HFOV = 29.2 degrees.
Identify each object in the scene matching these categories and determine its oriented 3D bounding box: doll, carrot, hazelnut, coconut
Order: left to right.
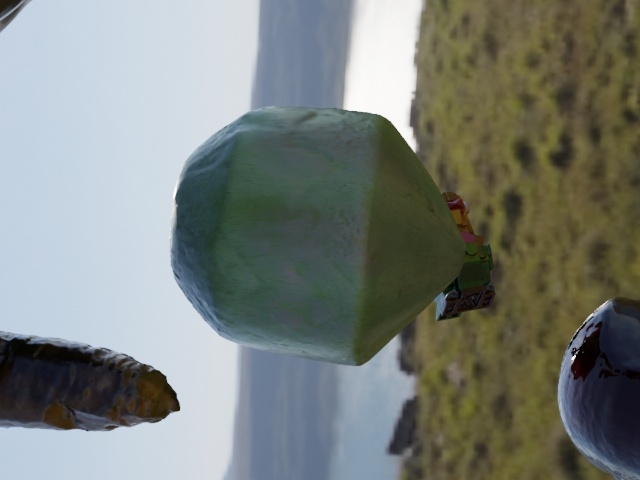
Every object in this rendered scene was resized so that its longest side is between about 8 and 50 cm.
[{"bbox_3d":[-0.220,0.070,0.658,0.066,0.314,0.066,5,-90,-76],"label":"carrot"},{"bbox_3d":[0.000,0.000,1.370,0.281,0.329,0.328,-76,-6,-47],"label":"coconut"},{"bbox_3d":[0.193,0.023,1.797,0.134,0.106,0.186,159,101,-78],"label":"doll"},{"bbox_3d":[0.359,0.159,1.219,0.218,0.234,0.218,-27,-52,-41],"label":"hazelnut"}]

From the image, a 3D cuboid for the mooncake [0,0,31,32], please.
[{"bbox_3d":[-0.304,-0.237,0.649,0.200,0.379,0.378,-69,-10,-46],"label":"mooncake"}]
